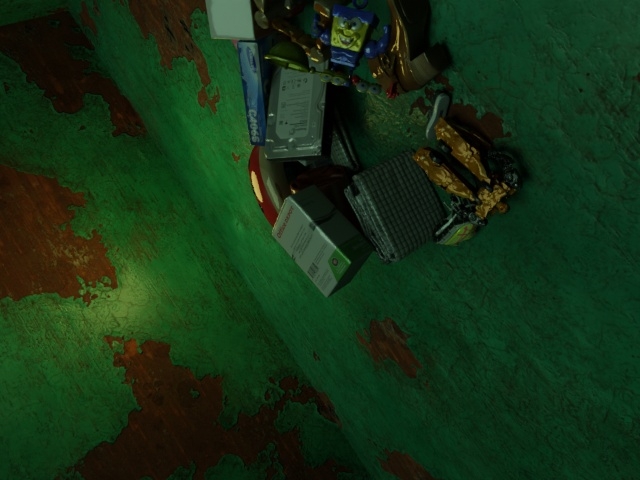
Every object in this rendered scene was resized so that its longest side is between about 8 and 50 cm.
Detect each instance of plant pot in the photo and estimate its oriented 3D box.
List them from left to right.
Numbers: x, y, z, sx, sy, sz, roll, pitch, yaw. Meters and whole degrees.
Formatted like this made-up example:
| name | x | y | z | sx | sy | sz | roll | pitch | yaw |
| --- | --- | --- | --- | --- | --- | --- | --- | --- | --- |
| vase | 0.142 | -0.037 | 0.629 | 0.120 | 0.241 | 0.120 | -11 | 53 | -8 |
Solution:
| name | x | y | z | sx | sy | sz | roll | pitch | yaw |
| --- | --- | --- | --- | --- | --- | --- | --- | --- | --- |
| plant pot | 0.023 | -0.107 | 1.743 | 0.272 | 0.272 | 0.265 | 19 | 135 | 50 |

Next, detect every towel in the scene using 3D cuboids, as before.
| name | x | y | z | sx | sy | sz | roll | pitch | yaw |
| --- | --- | --- | --- | --- | --- | --- | --- | --- | --- |
| towel | -0.007 | -0.384 | 1.793 | 0.312 | 0.056 | 0.324 | -2 | 118 | 61 |
| towel | 0.224 | -0.101 | 1.491 | 0.284 | 0.235 | 0.121 | 62 | 157 | -4 |

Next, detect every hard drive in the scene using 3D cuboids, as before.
| name | x | y | z | sx | sy | sz | roll | pitch | yaw |
| --- | --- | --- | --- | --- | --- | --- | --- | --- | --- |
| hard drive | -0.064 | -0.426 | 1.573 | 0.236 | 0.064 | 0.339 | 4 | 88 | 36 |

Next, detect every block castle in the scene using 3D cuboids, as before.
| name | x | y | z | sx | sy | sz | roll | pitch | yaw |
| --- | --- | --- | --- | --- | --- | --- | --- | --- | --- |
| block castle | -0.013 | -0.740 | 1.298 | 0.303 | 0.213 | 0.453 | 37 | 153 | 15 |

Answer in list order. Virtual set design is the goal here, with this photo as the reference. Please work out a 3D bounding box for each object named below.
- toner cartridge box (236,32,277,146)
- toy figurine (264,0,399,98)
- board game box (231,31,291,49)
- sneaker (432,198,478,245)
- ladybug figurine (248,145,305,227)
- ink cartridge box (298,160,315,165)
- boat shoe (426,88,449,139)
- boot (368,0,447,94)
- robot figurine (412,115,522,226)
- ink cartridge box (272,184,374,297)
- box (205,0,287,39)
| name | x | y | z | sx | sy | sz | roll | pitch | yaw |
| --- | --- | --- | --- | --- | --- | --- | --- | --- | --- |
| toner cartridge box | -0.197 | -0.515 | 1.675 | 0.075 | 0.165 | 0.348 | 8 | 127 | 15 |
| toy figurine | 0.058 | -0.513 | 1.247 | 0.362 | 0.191 | 0.217 | 22 | 113 | 16 |
| board game box | -0.216 | -0.719 | 1.778 | 0.317 | 0.064 | 0.242 | 59 | 151 | 0 |
| sneaker | 0.419 | -0.051 | 1.405 | 0.208 | 0.094 | 0.082 | -44 | 34 | 46 |
| ladybug figurine | -0.156 | -0.204 | 1.921 | 0.161 | 0.305 | 0.450 | -16 | 101 | 22 |
| ink cartridge box | -0.070 | -0.393 | 1.730 | 0.153 | 0.086 | 0.208 | 40 | 148 | 33 |
| boat shoe | 0.312 | -0.340 | 1.326 | 0.142 | 0.049 | 0.040 | 99 | 152 | -47 |
| boot | 0.198 | -0.526 | 1.287 | 0.283 | 0.109 | 0.220 | 58 | 156 | -12 |
| robot figurine | 0.387 | -0.179 | 1.282 | 0.291 | 0.085 | 0.211 | 49 | 132 | 18 |
| ink cartridge box | 0.000 | 0.000 | 1.548 | 0.289 | 0.121 | 0.211 | 48 | 141 | 15 |
| box | -0.233 | -0.811 | 1.488 | 0.168 | 0.215 | 0.345 | 12 | 126 | 22 |
